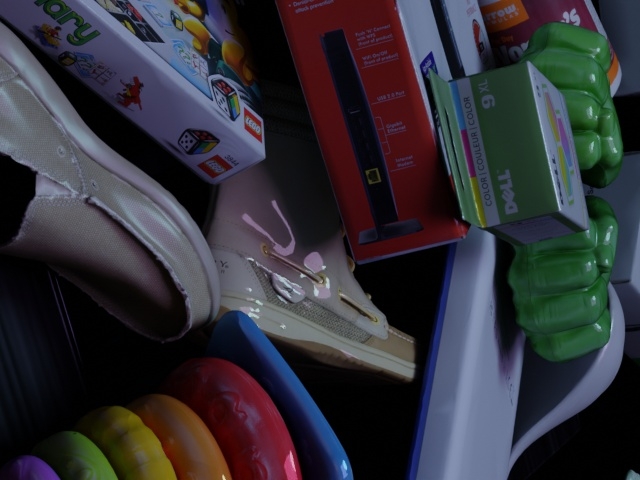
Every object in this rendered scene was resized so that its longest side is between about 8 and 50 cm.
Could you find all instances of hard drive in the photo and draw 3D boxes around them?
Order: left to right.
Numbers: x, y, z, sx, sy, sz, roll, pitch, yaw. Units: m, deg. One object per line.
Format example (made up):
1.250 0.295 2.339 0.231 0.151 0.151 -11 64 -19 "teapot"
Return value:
0.119 0.143 1.317 0.210 0.040 0.319 72 25 -49 "hard drive"

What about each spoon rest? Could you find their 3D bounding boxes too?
0.199 0.156 1.454 0.084 0.137 0.276 18 80 -23 "spoon rest"

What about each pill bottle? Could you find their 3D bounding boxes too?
0.174 -0.211 1.461 0.221 0.121 0.121 58 44 -29 "pill bottle"

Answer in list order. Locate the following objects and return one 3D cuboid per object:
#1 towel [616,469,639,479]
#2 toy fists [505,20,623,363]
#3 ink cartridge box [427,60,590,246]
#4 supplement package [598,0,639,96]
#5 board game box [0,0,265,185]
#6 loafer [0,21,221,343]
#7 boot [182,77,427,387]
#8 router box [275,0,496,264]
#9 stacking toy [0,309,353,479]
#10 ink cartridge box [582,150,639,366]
0.372 0.412 1.637 0.325 0.038 0.248 41 54 -25 "towel"
0.201 -0.039 1.347 0.142 0.096 0.279 -6 98 -73 "toy fists"
0.139 -0.062 1.169 0.209 0.062 0.109 16 62 -72 "ink cartridge box"
0.443 -0.263 1.752 0.262 0.199 0.198 -6 89 -52 "supplement package"
-0.147 -0.191 1.052 0.305 0.053 0.193 39 35 -43 "board game box"
-0.169 -0.020 1.017 0.268 0.102 0.092 48 51 -25 "loafer"
0.000 0.000 1.234 0.262 0.095 0.203 23 66 -46 "boot"
0.051 -0.174 1.230 0.335 0.082 0.301 -53 128 -70 "router box"
-0.142 0.170 0.987 0.302 0.175 0.166 -10 50 -35 "stacking toy"
0.330 0.026 1.656 0.208 0.087 0.153 38 56 -42 "ink cartridge box"
